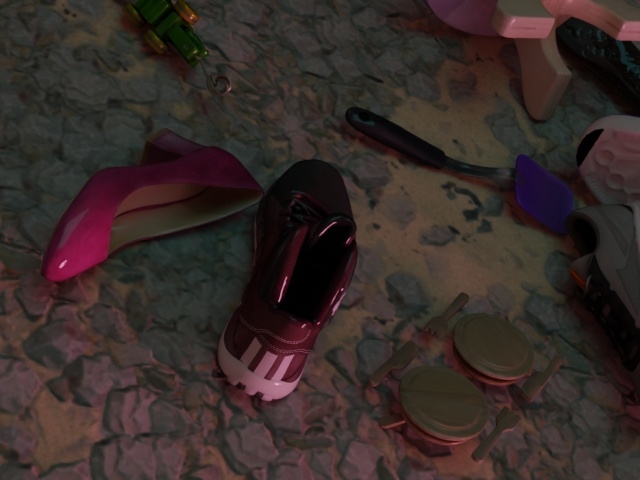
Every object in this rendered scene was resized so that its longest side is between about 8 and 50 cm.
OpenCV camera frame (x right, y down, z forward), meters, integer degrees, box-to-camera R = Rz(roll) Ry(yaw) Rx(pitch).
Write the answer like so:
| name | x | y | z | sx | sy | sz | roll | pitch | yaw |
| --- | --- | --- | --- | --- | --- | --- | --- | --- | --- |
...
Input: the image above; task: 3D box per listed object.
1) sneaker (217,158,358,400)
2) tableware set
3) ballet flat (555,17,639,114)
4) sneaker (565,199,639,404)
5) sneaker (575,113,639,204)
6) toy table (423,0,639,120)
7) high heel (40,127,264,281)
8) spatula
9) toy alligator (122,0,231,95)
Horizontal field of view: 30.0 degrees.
| name | x | y | z | sx | sy | sz | roll | pitch | yaw |
| --- | --- | --- | --- | --- | --- | --- | --- | --- | --- |
| sneaker | 0.000 | 0.000 | 1.086 | 0.106 | 0.162 | 0.281 | 23 | 49 | -10 |
| tableware set | 0.138 | 0.136 | 1.141 | 0.128 | 0.039 | 0.194 | 35 | 40 | 17 |
| ballet flat | 0.382 | -0.232 | 1.543 | 0.084 | 0.058 | 0.250 | -41 | 71 | -6 |
| sneaker | 0.321 | 0.072 | 1.256 | 0.108 | 0.100 | 0.272 | 3 | 50 | -9 |
| sneaker | 0.460 | -0.101 | 1.442 | 0.322 | 0.130 | 0.236 | 25 | 39 | -4 |
| toy table | 0.264 | -0.289 | 1.415 | 0.274 | 0.252 | 0.161 | -15 | 46 | -25 |
| high heel | -0.148 | -0.017 | 1.079 | 0.117 | 0.082 | 0.244 | 28 | 33 | 8 |
| spatula | 0.160 | -0.084 | 1.323 | 0.296 | 0.030 | 0.084 | 20 | 51 | -13 |
| toy alligator | -0.148 | -0.216 | 1.254 | 0.190 | 0.056 | 0.051 | 50 | 9 | 14 |
